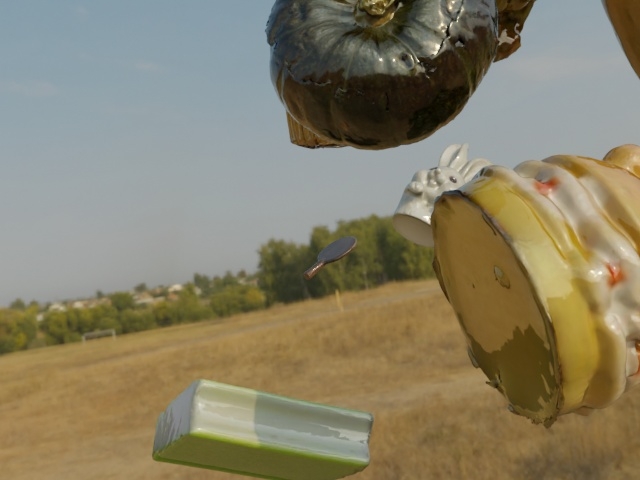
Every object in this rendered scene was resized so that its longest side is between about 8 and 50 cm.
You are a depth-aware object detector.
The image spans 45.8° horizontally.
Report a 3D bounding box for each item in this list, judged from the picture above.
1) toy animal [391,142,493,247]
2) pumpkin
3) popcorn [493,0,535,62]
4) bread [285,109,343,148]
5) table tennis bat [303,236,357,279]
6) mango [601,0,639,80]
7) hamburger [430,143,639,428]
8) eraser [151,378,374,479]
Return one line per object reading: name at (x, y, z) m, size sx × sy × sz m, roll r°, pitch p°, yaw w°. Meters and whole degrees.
toy animal at (0.222, -0.103, 1.319) m, size 0.103 × 0.221 × 0.131 m, roll 25°, pitch -23°, yaw 28°
pumpkin at (0.058, -0.207, 0.762) m, size 0.237 × 0.238 × 0.159 m, roll -9°, pitch -29°, yaw 5°
popcorn at (0.297, -0.526, 1.414) m, size 0.325 × 0.290 × 0.321 m, roll -11°, pitch -22°, yaw 28°
bread at (0.035, -0.222, 1.250) m, size 0.199 × 0.104 × 0.199 m, roll -10°, pitch 21°, yaw 4°
table tennis bat at (0.000, 0.000, 1.894) m, size 0.170 × 0.119 × 0.107 m, roll -41°, pitch 23°, yaw -27°
mango at (0.742, -0.429, 1.520) m, size 0.445 × 0.232 × 0.300 m, roll 40°, pitch -17°, yaw -18°
hamburger at (0.270, 0.036, 0.806) m, size 0.236 × 0.277 × 0.276 m, roll -21°, pitch 0°, yaw -13°
eraser at (-0.088, 0.292, 1.122) m, size 0.274 × 0.092 × 0.210 m, roll 16°, pitch -32°, yaw -22°
